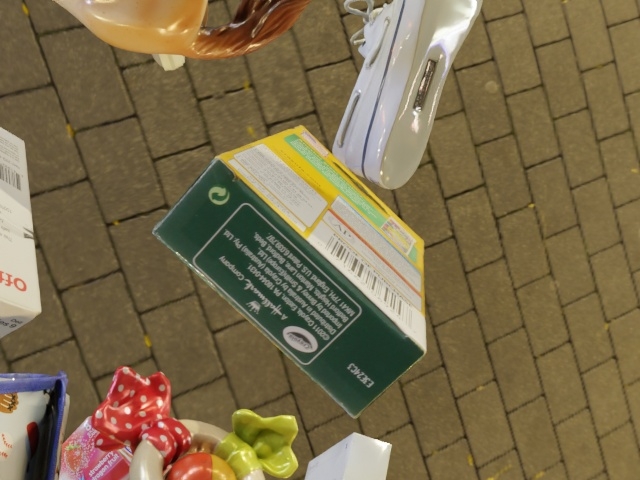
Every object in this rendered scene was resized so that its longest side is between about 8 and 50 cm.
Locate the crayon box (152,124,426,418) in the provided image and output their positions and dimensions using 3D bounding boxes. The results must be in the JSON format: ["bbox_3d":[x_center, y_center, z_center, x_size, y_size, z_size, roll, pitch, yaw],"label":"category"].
[{"bbox_3d":[0.000,0.000,0.619,0.203,0.323,0.083,43,106,-3],"label":"crayon box"}]

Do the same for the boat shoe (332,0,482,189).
[{"bbox_3d":[0.097,-0.263,0.882,0.136,0.156,0.367,-4,116,-50],"label":"boat shoe"}]

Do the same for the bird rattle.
[{"bbox_3d":[-0.142,0.254,0.766,0.253,0.207,0.143,31,109,-26],"label":"bird rattle"}]

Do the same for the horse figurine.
[{"bbox_3d":[-0.116,-0.175,0.367,0.263,0.066,0.174,27,98,-3],"label":"horse figurine"}]

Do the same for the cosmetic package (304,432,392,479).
[{"bbox_3d":[0.026,0.602,1.443,0.097,0.377,0.284,18,60,-7],"label":"cosmetic package"}]

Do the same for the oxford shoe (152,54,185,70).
[{"bbox_3d":[-0.300,-0.399,0.782,0.130,0.169,0.449,-29,121,-1],"label":"oxford shoe"}]

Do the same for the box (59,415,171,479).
[{"bbox_3d":[-0.378,0.402,1.030,0.257,0.122,0.128,-46,75,1],"label":"box"}]

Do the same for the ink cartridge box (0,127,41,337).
[{"bbox_3d":[-0.462,-0.035,0.783,0.121,0.289,0.211,-30,146,14],"label":"ink cartridge box"}]

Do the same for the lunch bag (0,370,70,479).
[{"bbox_3d":[-0.420,0.301,0.716,0.239,0.385,0.328,3,79,13],"label":"lunch bag"}]
